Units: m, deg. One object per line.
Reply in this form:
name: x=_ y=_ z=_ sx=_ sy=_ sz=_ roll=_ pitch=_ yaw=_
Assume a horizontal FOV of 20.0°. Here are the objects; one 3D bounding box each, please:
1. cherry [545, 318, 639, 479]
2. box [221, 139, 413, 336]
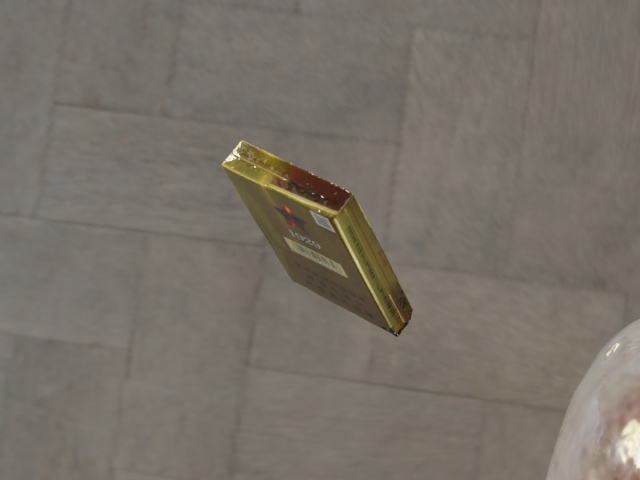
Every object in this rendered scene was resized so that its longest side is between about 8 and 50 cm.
cherry: x=0.307 y=0.215 z=1.458 sx=0.291 sy=0.326 sz=0.335 roll=32 pitch=111 yaw=-4
box: x=0.000 y=0.000 z=1.093 sx=0.090 sy=0.133 sz=0.023 roll=24 pitch=68 yaw=34
